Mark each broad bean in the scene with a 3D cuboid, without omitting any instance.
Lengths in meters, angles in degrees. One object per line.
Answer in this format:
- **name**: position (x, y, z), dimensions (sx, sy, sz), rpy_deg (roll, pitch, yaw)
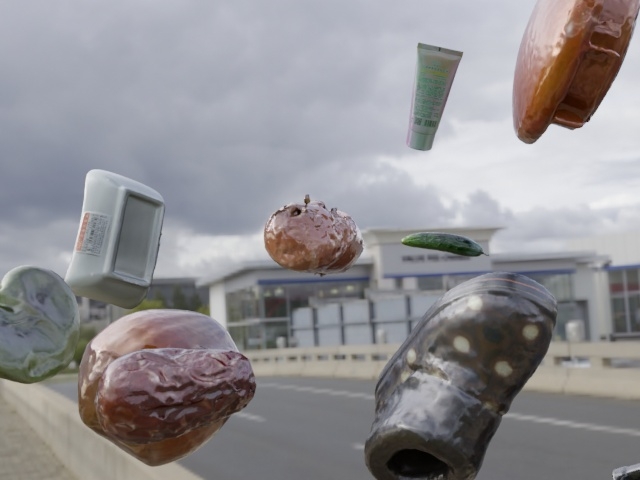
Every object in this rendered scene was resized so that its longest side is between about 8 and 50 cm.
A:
- **broad bean**: position (-0.382, 0.113, 1.146), dimensions (0.153, 0.072, 0.206), rpy_deg (28, 28, -7)

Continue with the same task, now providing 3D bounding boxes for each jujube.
- **jujube**: position (-0.115, 0.120, 0.726), dimensions (0.129, 0.077, 0.077), rpy_deg (-9, -3, -22)

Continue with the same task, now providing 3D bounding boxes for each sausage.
- **sausage**: position (0.002, 0.000, 0.980), dimensions (0.087, 0.079, 0.326), rpy_deg (3, -1, 6)

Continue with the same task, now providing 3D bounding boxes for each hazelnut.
- **hazelnut**: position (-0.340, 0.297, 1.932), dimensions (0.373, 0.315, 0.372), rpy_deg (-5, 37, 4)

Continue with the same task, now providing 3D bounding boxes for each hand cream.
- **hand cream**: position (0.183, -0.238, 1.517), dimensions (0.076, 0.174, 0.047), rpy_deg (14, 26, 9)

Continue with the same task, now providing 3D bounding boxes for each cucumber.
- **cucumber**: position (0.237, 0.005, 1.720), dimensions (0.168, 0.039, 0.039), rpy_deg (8, -4, 10)

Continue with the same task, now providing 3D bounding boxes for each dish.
- **dish**: position (-0.321, -0.003, 1.489), dimensions (0.077, 0.212, 0.151), rpy_deg (-4, -19, 41)

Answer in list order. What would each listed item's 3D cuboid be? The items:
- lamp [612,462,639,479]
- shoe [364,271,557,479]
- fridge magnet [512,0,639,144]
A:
- **lamp**: position (0.501, 0.484, 1.402), dimensions (0.205, 0.373, 0.272), rpy_deg (-28, -44, 35)
- **shoe**: position (0.203, 0.228, 1.361), dimensions (0.171, 0.237, 0.384), rpy_deg (29, -50, -14)
- **fridge magnet**: position (0.416, -0.329, 1.513), dimensions (0.155, 0.363, 0.363), rpy_deg (19, -5, 3)
